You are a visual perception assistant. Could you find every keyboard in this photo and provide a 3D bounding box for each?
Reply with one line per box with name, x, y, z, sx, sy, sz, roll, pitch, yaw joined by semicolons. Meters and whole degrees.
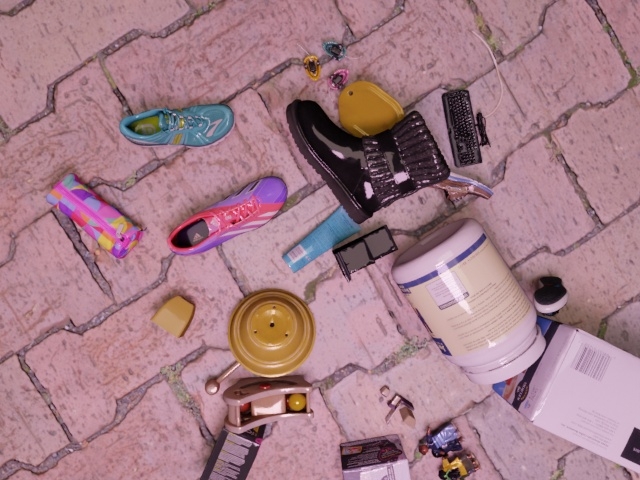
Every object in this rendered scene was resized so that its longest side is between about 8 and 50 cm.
keyboard;0.369;-0.285;1.170;0.100;0.038;0.192;-12;93;-1

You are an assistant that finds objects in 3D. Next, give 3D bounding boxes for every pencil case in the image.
pencil case;-0.539;-0.057;1.131;0.236;0.104;0.104;38;91;-1

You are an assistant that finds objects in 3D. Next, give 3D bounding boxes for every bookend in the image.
bookend;0.114;0.026;1.116;0.157;0.156;0.072;-26;92;-1

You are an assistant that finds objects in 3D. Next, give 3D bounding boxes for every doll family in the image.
doll family;0.322;0.543;1.180;0.111;0.076;0.193;-31;87;4

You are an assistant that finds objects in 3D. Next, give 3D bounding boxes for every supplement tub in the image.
supplement tub;0.341;0.138;1.084;0.235;0.235;0.325;-34;92;0

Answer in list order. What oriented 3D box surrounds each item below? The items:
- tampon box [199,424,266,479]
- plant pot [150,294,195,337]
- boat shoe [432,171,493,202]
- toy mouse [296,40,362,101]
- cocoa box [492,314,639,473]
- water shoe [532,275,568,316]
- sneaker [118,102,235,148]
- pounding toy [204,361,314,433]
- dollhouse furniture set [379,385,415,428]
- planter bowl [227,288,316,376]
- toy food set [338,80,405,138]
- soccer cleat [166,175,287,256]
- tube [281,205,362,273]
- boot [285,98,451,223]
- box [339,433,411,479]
tampon box;-0.213;0.524;1.142;0.101;0.120;0.161;24;91;-1
plant pot;-0.353;0.181;1.152;0.081;0.081;0.083;34;80;-2
boat shoe;0.334;-0.130;1.165;0.183;0.066;0.066;22;96;8
toy mouse;0.034;-0.432;1.162;0.143;0.031;0.161;-19;92;0
cocoa box;0.638;0.355;1.098;0.346;0.228;0.232;25;91;-2
water shoe;0.551;0.147;1.111;0.072;0.203;0.080;-3;102;31
sneaker;-0.341;-0.273;1.122;0.275;0.110;0.107;-9;92;-1
pounding toy;-0.153;0.355;1.122;0.269;0.154;0.155;-3;92;-1
dollhouse furniture set;0.177;0.433;1.152;0.091;0.114;0.081;34;95;-4
planter bowl;-0.115;0.208;1.112;0.217;0.090;0.217;2;68;-6
toy food set;0.144;-0.299;1.156;0.217;0.071;0.128;40;116;1
soccer cleat;-0.221;-0.054;1.126;0.318;0.116;0.109;-28;92;0
tube;0.000;0.000;1.169;0.207;0.052;0.080;-36;97;-5
boot;0.110;-0.232;1.079;0.260;0.131;0.348;-32;103;27
box;0.147;0.633;1.142;0.163;0.142;0.248;-10;92;0
